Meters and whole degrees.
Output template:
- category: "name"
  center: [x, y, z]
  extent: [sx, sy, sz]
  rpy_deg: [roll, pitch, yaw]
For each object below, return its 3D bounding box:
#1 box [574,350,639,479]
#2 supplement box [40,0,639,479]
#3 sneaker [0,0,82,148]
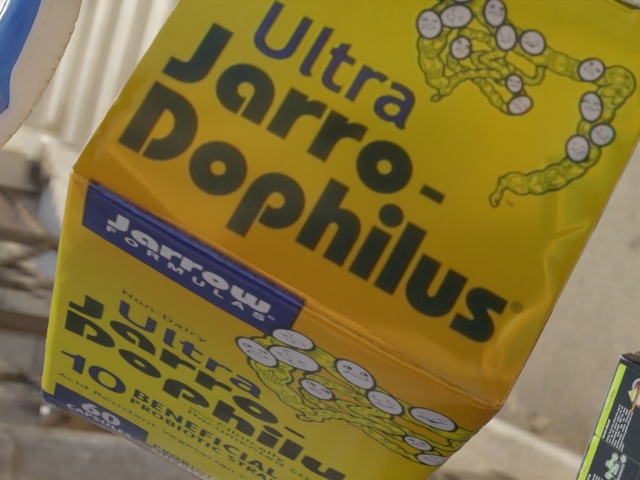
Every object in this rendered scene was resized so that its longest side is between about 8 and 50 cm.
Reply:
- category: "box"
  center: [0.245, 0.196, 1.220]
  extent: [0.184, 0.045, 0.190]
  rpy_deg: [33, 116, 41]
- category: "supplement box"
  center: [0.000, 0.000, 0.898]
  extent: [0.195, 0.194, 0.356]
  rpy_deg: [-61, -1, -22]
- category: "sneaker"
  center: [-0.148, -0.054, 0.604]
  extent: [0.152, 0.085, 0.058]
  rpy_deg: [-43, 33, 28]
